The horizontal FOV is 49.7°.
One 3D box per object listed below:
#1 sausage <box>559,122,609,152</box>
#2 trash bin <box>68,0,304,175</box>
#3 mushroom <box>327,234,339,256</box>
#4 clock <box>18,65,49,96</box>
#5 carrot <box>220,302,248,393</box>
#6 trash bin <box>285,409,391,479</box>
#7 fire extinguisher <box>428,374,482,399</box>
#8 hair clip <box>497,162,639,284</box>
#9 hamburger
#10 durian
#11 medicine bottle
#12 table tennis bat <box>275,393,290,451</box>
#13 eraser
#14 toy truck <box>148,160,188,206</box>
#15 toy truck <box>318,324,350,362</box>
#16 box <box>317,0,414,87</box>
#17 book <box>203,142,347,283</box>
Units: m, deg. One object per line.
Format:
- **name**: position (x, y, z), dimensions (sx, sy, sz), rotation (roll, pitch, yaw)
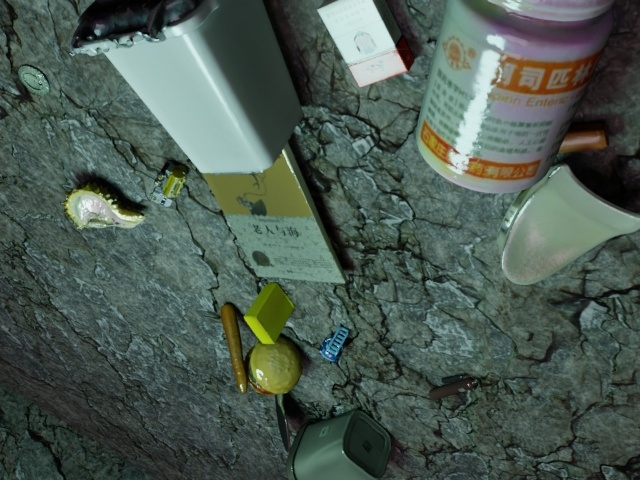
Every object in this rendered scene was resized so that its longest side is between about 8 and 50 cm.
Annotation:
- **sausage**: position (0.393, -0.164, 1.111), dimensions (0.131, 0.041, 0.039), rotation (0, 136, 31)
- **trash bin**: position (-0.202, -0.289, 1.172), dimensions (0.255, 0.296, 0.368), rotation (0, 137, 30)
- **mushroom**: position (0.000, 0.000, 1.534), dimensions (0.101, 0.019, 0.049), rotation (36, 140, 3)
- **clock**: position (-0.651, -0.363, 1.568), dimensions (0.083, 0.010, 0.074), rotation (22, 139, 11)
- **carrot**: position (-0.226, 0.283, 1.832), dimensions (0.043, 0.248, 0.043), rotation (-13, 163, -4)
- **trash bin**: position (0.056, 0.621, 1.995), dimensions (0.219, 0.220, 0.250), rotation (42, 132, -15)
- **fire extinguisher**: position (0.328, 0.353, 1.689), dimensions (0.173, 0.035, 0.049), rotation (-33, 72, 47)
- **hair clip**: position (0.407, -0.024, 1.206), dimensions (0.172, 0.113, 0.282), rotation (32, 135, -2)
- **hamburger**: position (-0.128, 0.335, 1.854), dimensions (0.162, 0.162, 0.115), rotation (42, 145, -13)
- **durian**: position (-0.532, -0.086, 1.734), dimensions (0.224, 0.078, 0.140), rotation (11, 125, 7)
- **medicine bottle**: position (0.270, -0.269, 0.944), dimensions (0.219, 0.219, 0.388), rotation (21, 138, 11)
- **table tennis bat**: position (-0.116, 0.502, 2.047), dimensions (0.021, 0.154, 0.274), rotation (-10, 117, -13)
- **eraser**: position (-0.124, 0.180, 1.713), dimensions (0.045, 0.122, 0.097), rotation (-7, 126, 38)
- **toy truck**: position (-0.348, -0.129, 1.590), dimensions (0.062, 0.052, 0.123), rotation (29, 139, -8)
- **toy truck**: position (0.040, 0.257, 1.739), dimensions (0.056, 0.073, 0.090), rotation (31, 126, 0)
- **box**: position (0.075, -0.335, 1.128), dimensions (0.100, 0.048, 0.152), rotation (-8, 124, 39)
- **book**: position (-0.112, -0.058, 1.520), dimensions (0.269, 0.032, 0.389), rotation (2, 131, 36)
